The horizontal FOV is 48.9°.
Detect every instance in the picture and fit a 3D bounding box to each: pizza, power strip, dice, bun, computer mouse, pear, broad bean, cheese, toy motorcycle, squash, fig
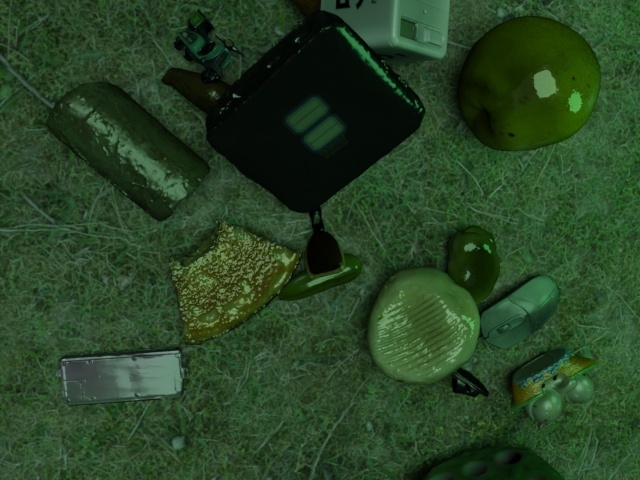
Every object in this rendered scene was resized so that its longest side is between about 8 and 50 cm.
[{"bbox_3d":[-0.206,0.073,1.517,0.323,0.089,0.223,-39,105,-4],"label":"pizza"},{"bbox_3d":[-0.430,0.297,1.535,0.279,0.037,0.109,-3,97,-7],"label":"power strip"},{"bbox_3d":[0.391,0.664,1.541,0.322,0.318,0.330,-17,99,-6],"label":"dice"},{"bbox_3d":[0.228,0.184,1.550,0.259,0.160,0.259,0,90,16],"label":"bun"},{"bbox_3d":[0.462,0.166,1.624,0.229,0.068,0.113,-38,98,-2],"label":"computer mouse"},{"bbox_3d":[0.439,-0.328,1.472,0.294,0.294,0.294,-1,96,-7],"label":"pear"},{"bbox_3d":[0.345,0.054,1.597,0.124,0.082,0.174,-10,107,-4],"label":"broad bean"},{"bbox_3d":[0.000,0.000,1.534,0.086,0.036,0.162,-15,68,8],"label":"cheese"},{"bbox_3d":[-0.233,-0.393,1.441,0.100,0.058,0.173,-42,60,3],"label":"toy motorcycle"},{"bbox_3d":[-0.002,0.085,1.559,0.201,0.066,0.066,-23,98,2],"label":"squash"},{"bbox_3d":[-0.015,-0.514,1.467,0.119,0.119,0.153,-15,97,-6],"label":"fig"}]

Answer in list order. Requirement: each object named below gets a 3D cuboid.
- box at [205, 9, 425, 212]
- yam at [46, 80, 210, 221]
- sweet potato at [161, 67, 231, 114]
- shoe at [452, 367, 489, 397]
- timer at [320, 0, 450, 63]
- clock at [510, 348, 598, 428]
[{"bbox_3d":[-0.009,-0.239,1.398,0.359,0.091,0.350,-37,135,19],"label":"box"},{"bbox_3d":[-0.383,-0.185,1.428,0.304,0.168,0.168,41,89,-8],"label":"yam"},{"bbox_3d":[-0.205,-0.280,1.477,0.286,0.112,0.085,24,60,-6],"label":"sweet potato"},{"bbox_3d":[0.315,0.322,1.628,0.159,0.062,0.053,37,103,-10],"label":"shoe"},{"bbox_3d":[0.130,-0.468,1.416,0.192,0.195,0.194,-3,99,-49],"label":"timer"},{"bbox_3d":[0.545,0.341,1.637,0.231,0.103,0.144,-30,100,-1],"label":"clock"}]
